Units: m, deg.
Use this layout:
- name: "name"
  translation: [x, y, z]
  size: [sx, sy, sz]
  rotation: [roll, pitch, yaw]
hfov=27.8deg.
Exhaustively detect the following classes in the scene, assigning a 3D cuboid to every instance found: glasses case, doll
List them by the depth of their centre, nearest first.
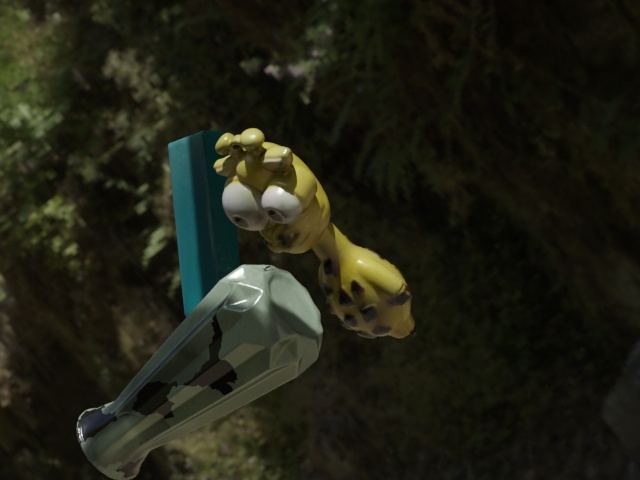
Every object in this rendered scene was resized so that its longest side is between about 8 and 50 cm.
- name: "doll"
  translation: [0.000, 0.001, 1.269]
  size: [0.117, 0.291, 0.086]
  rotation: [-7, 45, 42]
- name: "glasses case"
  translation: [-0.189, -0.027, 2.173]
  size: [0.070, 0.300, 0.117]
  rotation: [-3, -5, -40]

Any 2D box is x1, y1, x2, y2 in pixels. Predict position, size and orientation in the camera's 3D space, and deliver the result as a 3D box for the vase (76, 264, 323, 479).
- name: "vase"
  translation: [-0.164, 0.179, 1.715]
  size: [0.360, 0.165, 0.165]
  rotation: [-38, 2, 24]
